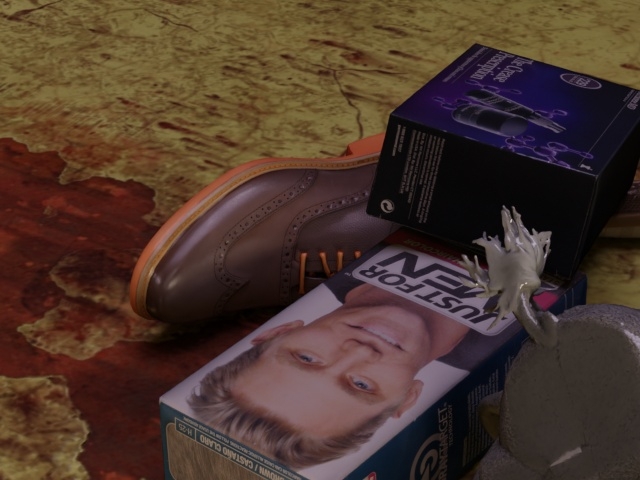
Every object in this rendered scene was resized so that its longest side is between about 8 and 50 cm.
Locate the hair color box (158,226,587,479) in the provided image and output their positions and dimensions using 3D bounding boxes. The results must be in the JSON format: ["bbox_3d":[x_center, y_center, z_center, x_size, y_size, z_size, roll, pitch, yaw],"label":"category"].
[{"bbox_3d":[0.051,0.114,1.437,0.174,0.105,0.347,23,40,32],"label":"hair color box"}]

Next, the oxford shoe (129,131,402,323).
[{"bbox_3d":[0.000,0.000,1.600,0.364,0.130,0.133,-23,45,-30],"label":"oxford shoe"}]

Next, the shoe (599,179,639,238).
[{"bbox_3d":[0.266,-0.028,1.703,0.219,0.058,0.076,4,53,15],"label":"shoe"}]

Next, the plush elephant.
[{"bbox_3d":[0.238,0.143,1.293,0.255,0.272,0.330,14,49,-53],"label":"plush elephant"}]

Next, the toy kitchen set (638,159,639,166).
[{"bbox_3d":[0.298,-0.127,1.834,0.083,0.068,0.075,12,35,19],"label":"toy kitchen set"}]

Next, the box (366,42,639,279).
[{"bbox_3d":[0.175,-0.078,1.567,0.184,0.103,0.261,20,25,13],"label":"box"}]
